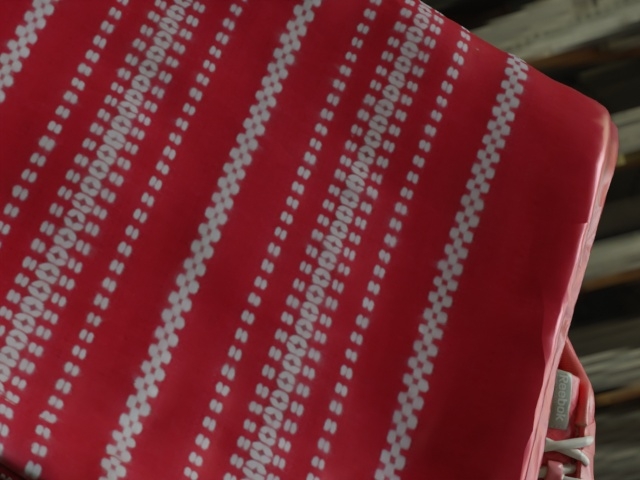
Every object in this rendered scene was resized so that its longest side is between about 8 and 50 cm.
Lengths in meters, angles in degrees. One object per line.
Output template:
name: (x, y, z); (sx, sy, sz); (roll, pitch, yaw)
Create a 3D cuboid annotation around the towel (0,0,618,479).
towel: (-0.060, -0.027, 0.371); (0.031, 0.275, 0.199); (-49, 15, 51)

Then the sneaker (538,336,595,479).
sneaker: (0.141, 0.159, 1.111); (0.116, 0.314, 0.136); (9, -48, -14)
